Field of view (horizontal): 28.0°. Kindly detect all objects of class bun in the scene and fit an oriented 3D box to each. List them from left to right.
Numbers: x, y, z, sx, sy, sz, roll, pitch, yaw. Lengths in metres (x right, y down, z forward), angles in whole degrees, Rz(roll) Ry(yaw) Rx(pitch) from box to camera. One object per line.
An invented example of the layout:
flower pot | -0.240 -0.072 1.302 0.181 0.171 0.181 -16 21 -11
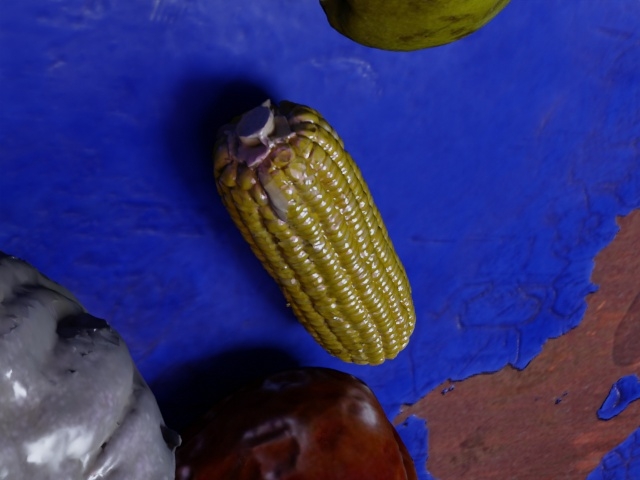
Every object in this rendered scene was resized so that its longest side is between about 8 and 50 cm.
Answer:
bun | -0.185 0.110 0.610 0.205 0.281 0.281 -52 147 -28

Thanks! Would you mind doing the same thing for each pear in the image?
pear | 0.056 -0.152 0.649 0.131 0.107 0.107 -36 140 -13

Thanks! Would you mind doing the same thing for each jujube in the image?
jujube | -0.050 0.183 0.846 0.236 0.168 0.168 -28 141 8

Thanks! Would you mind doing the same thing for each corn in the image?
corn | 0.000 0.000 0.765 0.080 0.080 0.238 -36 142 -6
